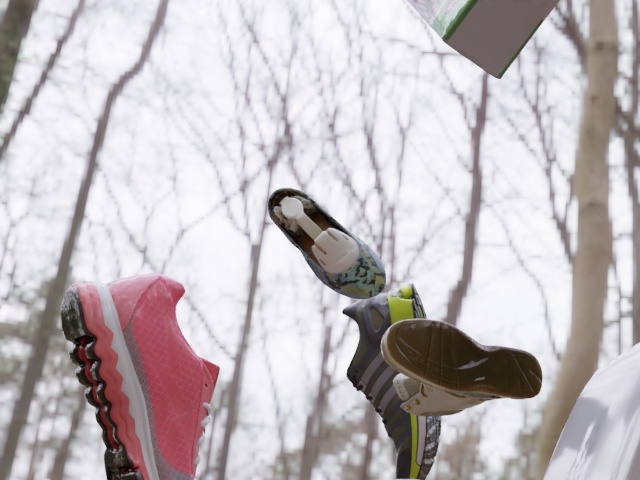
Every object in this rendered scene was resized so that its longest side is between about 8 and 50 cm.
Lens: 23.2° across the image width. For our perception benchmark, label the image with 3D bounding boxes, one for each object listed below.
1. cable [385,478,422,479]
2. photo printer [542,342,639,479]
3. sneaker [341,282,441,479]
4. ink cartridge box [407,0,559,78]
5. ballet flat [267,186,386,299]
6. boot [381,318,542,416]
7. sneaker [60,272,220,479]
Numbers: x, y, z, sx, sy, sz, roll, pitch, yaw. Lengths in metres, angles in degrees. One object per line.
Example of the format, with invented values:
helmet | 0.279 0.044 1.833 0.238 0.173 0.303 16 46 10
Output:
cable | 0.064 0.368 1.612 0.089 0.257 0.257 33 1 41
photo printer | 0.235 0.201 1.171 0.107 0.256 0.307 23 -16 0
sneaker | 0.103 0.216 2.268 0.121 0.299 0.111 -8 -7 16
ink cartridge box | 0.182 -0.296 1.743 0.093 0.212 0.154 30 -74 -23
ballet flat | 0.000 0.000 1.754 0.188 0.070 0.070 39 -8 39
boot | 0.128 0.155 1.816 0.213 0.077 0.165 16 -22 -29
sneaker | -0.152 0.178 1.564 0.136 0.313 0.116 -17 3 -23
